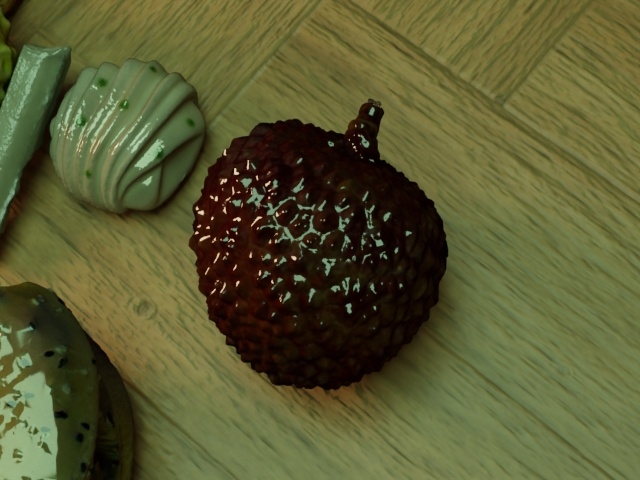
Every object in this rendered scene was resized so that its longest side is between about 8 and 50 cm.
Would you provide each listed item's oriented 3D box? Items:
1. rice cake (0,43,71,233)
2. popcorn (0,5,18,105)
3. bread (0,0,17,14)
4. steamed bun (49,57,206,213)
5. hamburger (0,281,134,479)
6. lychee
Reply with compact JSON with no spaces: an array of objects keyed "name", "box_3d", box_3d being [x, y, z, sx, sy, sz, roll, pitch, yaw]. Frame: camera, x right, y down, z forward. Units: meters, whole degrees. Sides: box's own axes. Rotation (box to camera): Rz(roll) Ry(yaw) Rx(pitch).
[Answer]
[{"name":"rice cake","box_3d":[-0.344,-0.103,1.512,0.057,0.052,0.256,21,91,18]},{"name":"popcorn","box_3d":[-0.479,-0.205,1.522,0.251,0.206,0.237,-4,92,28]},{"name":"bread","box_3d":[-0.385,-0.310,1.618,0.072,0.053,0.106,8,69,35]},{"name":"steamed bun","box_3d":[-0.221,-0.124,1.502,0.183,0.106,0.183,-2,71,6]},{"name":"hamburger","box_3d":[-0.343,0.218,1.362,0.318,0.195,0.277,-32,68,0]},{"name":"lychee","box_3d":[0.000,0.000,1.345,0.264,0.264,0.300,19,94,14]}]
